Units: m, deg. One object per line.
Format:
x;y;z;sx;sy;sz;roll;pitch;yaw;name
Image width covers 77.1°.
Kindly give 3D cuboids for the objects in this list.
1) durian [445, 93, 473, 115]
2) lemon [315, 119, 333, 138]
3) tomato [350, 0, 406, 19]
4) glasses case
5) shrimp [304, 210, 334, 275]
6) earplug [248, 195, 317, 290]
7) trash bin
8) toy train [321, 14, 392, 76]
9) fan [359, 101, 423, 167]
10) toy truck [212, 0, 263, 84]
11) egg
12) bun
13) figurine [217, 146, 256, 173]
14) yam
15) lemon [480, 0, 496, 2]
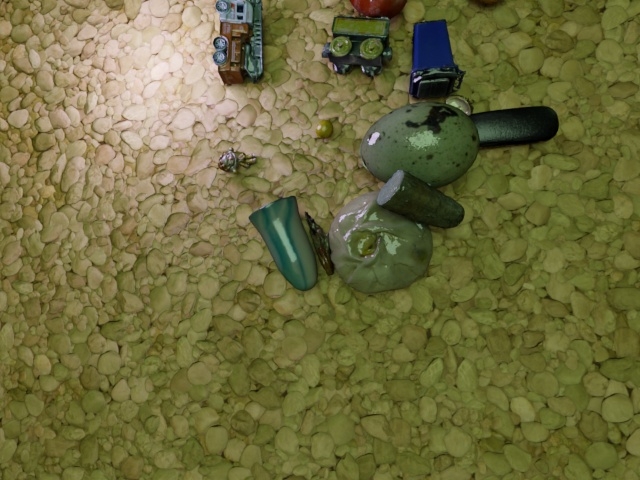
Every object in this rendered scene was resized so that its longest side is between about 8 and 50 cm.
0.506;-0.480;1.444;0.066;0.052;0.130;-40;87;0;durian
0.014;-0.414;1.502;0.062;0.062;0.083;33;89;10;lemon
0.217;-0.921;1.450;0.232;0.188;0.231;10;56;-16;tomato
0.653;-0.392;1.397;0.321;0.082;0.122;-4;83;7;glasses case
0.004;-0.002;1.433;0.066;0.117;0.261;-20;77;-8;shrimp
-0.105;0.026;1.419;0.185;0.185;0.323;-25;85;5;earplug
0.404;-0.642;1.429;0.184;0.162;0.234;-2;78;7;trash bin
0.140;-0.717;1.486;0.261;0.134;0.177;9;78;9;toy train
0.280;-0.385;1.487;0.191;0.009;0.329;39;91;11;fan
-0.307;-0.786;1.558;0.185;0.133;0.337;3;87;-2;toy truck
0.326;-0.307;1.334;0.380;0.288;0.287;-5;83;17;egg
0.200;0.002;1.351;0.366;0.219;0.364;0;86;5;bun
-0.322;-0.308;1.540;0.143;0.068;0.101;-34;84;-9;figurine
0.325;-0.118;1.260;0.331;0.133;0.133;17;85;-28;yam
0.600;-0.936;1.437;0.187;0.142;0.142;31;89;15;lemon
